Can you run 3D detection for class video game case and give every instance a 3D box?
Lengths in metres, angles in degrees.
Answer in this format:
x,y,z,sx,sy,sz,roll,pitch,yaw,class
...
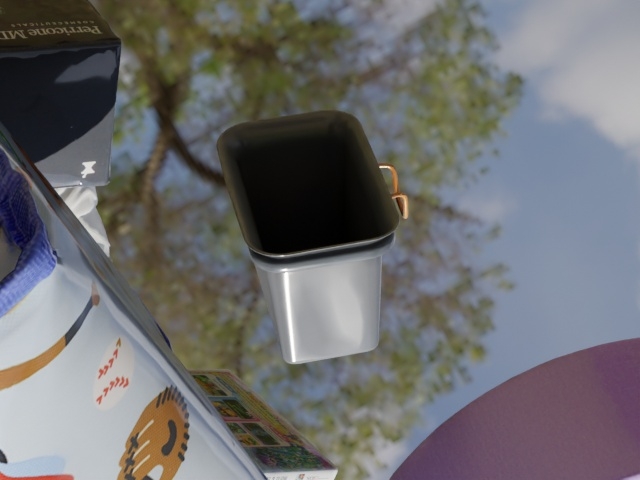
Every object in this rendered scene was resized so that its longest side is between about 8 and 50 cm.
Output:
x,y,z,sx,sy,sz,roll,pitch,yaw,class
-0.083,0.153,1.554,0.157,0.143,0.019,38,-68,38,video game case

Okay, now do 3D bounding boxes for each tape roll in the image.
x,y,z,sx,sy,sz,roll,pitch,yaw,class
0.152,0.180,0.885,0.275,0.275,0.090,-27,-145,5,tape roll

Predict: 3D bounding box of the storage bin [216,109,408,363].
x,y,z,sx,sy,sz,roll,pitch,yaw,class
0.000,0.000,1.066,0.098,0.091,0.135,-10,-143,-7,storage bin

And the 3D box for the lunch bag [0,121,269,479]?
x,y,z,sx,sy,sz,roll,pitch,yaw,class
-0.239,0.130,0.782,0.385,0.328,0.239,-35,-124,-5,lunch bag

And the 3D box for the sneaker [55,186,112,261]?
x,y,z,sx,sy,sz,roll,pitch,yaw,class
-0.235,0.041,1.254,0.232,0.115,0.090,-28,-164,-19,sneaker

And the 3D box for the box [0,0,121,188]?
x,y,z,sx,sy,sz,roll,pitch,yaw,class
-0.208,-0.098,1.010,0.156,0.093,0.158,-8,-144,-27,box
